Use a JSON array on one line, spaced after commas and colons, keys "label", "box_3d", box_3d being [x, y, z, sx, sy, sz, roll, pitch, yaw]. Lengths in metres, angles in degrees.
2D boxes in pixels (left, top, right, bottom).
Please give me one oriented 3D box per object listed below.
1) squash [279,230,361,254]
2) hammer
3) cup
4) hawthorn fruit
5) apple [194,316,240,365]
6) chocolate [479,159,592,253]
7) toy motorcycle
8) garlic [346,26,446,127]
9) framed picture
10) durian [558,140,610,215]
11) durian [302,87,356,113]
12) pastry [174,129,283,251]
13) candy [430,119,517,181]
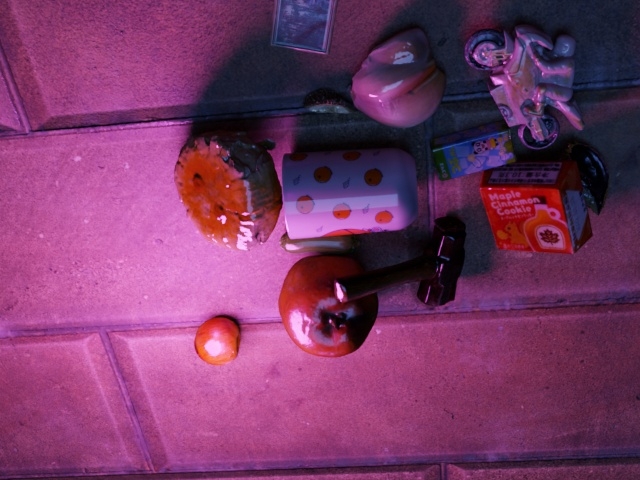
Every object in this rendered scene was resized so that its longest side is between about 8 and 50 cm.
[{"label": "squash", "box_3d": [0.000, 0.000, 2.160, 0.219, 0.068, 0.077, 3, 109, 2]}, {"label": "hammer", "box_3d": [0.203, 0.091, 2.063, 0.408, 0.095, 0.243, -15, 128, -35]}, {"label": "cup", "box_3d": [0.076, -0.120, 1.981, 0.317, 0.212, 0.212, -4, 126, 5]}, {"label": "hawthorn fruit", "box_3d": [0.023, 0.184, 2.144, 0.267, 0.301, 0.268, -2, 113, -4]}, {"label": "apple", "box_3d": [-0.300, 0.292, 2.351, 0.146, 0.146, 0.146, 2, 126, 2]}, {"label": "chocolate", "box_3d": [0.522, -0.079, 1.994, 0.237, 0.108, 0.235, 6, 133, 38]}, {"label": "toy motorcycle", "box_3d": [0.489, -0.368, 1.840, 0.222, 0.108, 0.341, -29, 118, 18]}, {"label": "garlic", "box_3d": [0.177, -0.351, 1.872, 0.228, 0.110, 0.217, -26, 124, 21]}, {"label": "framed picture", "box_3d": [-0.037, -0.511, 1.826, 0.141, 0.011, 0.183, 9, 126, -3]}, {"label": "durian", "box_3d": [0.631, -0.163, 2.001, 0.187, 0.119, 0.108, 52, 152, -16]}, {"label": "durian", "box_3d": [0.021, -0.323, 1.934, 0.130, 0.052, 0.066, 5, 129, 0]}, {"label": "pastry", "box_3d": [-0.228, -0.128, 1.984, 0.329, 0.136, 0.330, 24, 128, 34]}, {"label": "candy", "box_3d": [0.372, -0.220, 1.980, 0.194, 0.062, 0.097, -14, 125, 13]}]
